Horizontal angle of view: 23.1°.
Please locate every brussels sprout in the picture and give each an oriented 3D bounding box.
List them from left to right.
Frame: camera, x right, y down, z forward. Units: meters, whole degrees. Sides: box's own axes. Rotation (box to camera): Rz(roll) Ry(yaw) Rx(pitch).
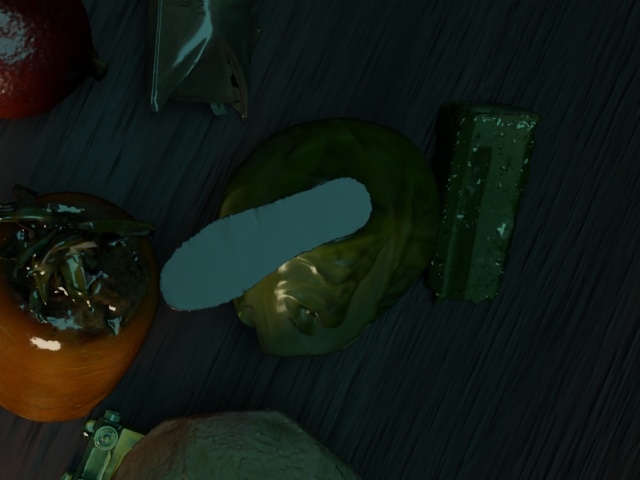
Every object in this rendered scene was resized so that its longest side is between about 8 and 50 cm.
[{"bbox_3d":[0.000,0.000,1.681,0.219,0.210,0.271,7,98,-35],"label":"brussels sprout"}]

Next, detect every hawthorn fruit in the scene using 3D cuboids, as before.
[{"bbox_3d":[-0.316,-0.203,1.643,0.188,0.169,0.169,26,85,-21],"label":"hawthorn fruit"}]

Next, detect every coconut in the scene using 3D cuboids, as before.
[{"bbox_3d":[-0.090,0.317,1.633,0.297,0.254,0.297,3,114,7],"label":"coconut"}]

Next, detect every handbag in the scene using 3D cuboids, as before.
[{"bbox_3d":[-0.124,-0.264,1.696,0.182,0.117,0.270,1,91,-52],"label":"handbag"}]

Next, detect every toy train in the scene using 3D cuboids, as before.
[{"bbox_3d":[-0.233,0.247,1.716,0.081,0.050,0.122,22,89,-22],"label":"toy train"}]

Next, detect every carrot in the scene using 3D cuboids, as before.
[{"bbox_3d":[-0.261,0.048,1.603,0.193,0.331,0.214,4,71,-12],"label":"carrot"}]

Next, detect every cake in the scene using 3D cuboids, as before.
[{"bbox_3d":[0.175,-0.049,1.799,0.100,0.099,0.235,5,110,-12],"label":"cake"}]

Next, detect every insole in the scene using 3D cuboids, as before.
[{"bbox_3d":[-0.057,0.000,1.567,0.232,0.003,0.080,-26,90,-1],"label":"insole"}]
